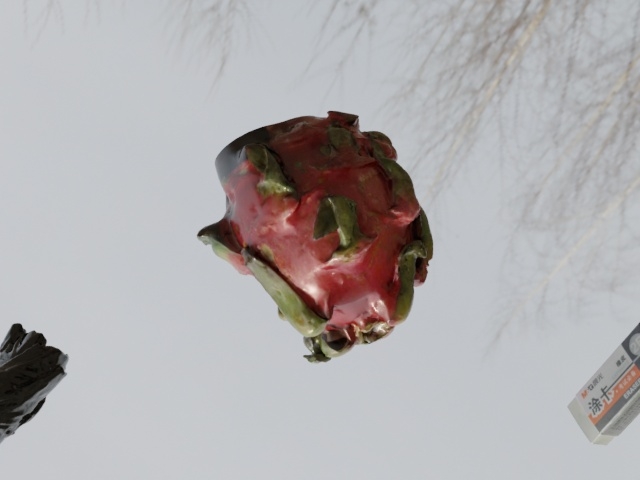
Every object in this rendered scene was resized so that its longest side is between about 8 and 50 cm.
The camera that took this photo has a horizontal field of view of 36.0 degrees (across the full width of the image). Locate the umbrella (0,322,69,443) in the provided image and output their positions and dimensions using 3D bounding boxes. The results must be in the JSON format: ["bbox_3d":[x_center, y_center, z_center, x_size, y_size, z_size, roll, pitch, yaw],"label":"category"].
[{"bbox_3d":[-0.295,0.175,0.795,0.066,0.059,0.236,14,-118,44],"label":"umbrella"}]

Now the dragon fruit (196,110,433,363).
[{"bbox_3d":[0.000,0.000,0.758,0.172,0.166,0.160,64,-176,15],"label":"dragon fruit"}]

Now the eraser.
[{"bbox_3d":[0.287,0.136,0.928,0.029,0.122,0.052,12,-146,-31],"label":"eraser"}]
